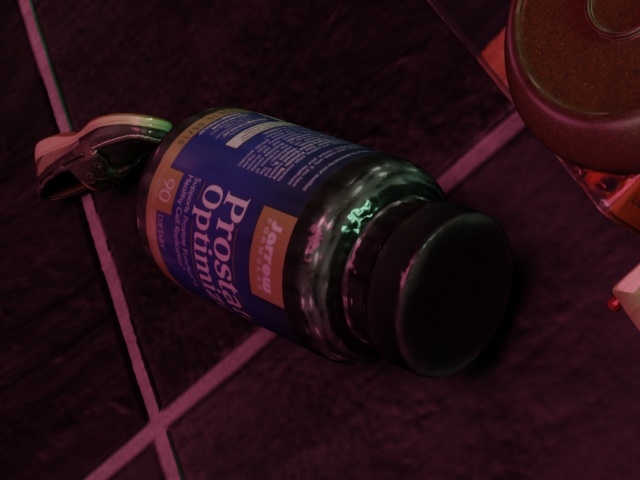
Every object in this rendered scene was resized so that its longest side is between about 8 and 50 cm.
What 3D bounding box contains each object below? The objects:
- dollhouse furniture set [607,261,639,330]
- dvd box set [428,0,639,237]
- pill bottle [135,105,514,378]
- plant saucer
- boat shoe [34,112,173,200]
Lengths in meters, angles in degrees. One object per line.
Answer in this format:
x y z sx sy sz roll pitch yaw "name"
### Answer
0.240 0.041 0.553 0.129 0.129 0.184 -45 80 19 "dollhouse furniture set"
0.234 -0.248 0.685 0.420 0.062 0.308 -46 50 19 "dvd box set"
0.000 0.000 0.752 0.219 0.122 0.123 22 88 44 "pill bottle"
0.158 -0.118 0.643 0.168 0.029 0.169 -16 64 36 "plant saucer"
-0.165 -0.060 0.971 0.152 0.056 0.049 -13 70 48 "boat shoe"
